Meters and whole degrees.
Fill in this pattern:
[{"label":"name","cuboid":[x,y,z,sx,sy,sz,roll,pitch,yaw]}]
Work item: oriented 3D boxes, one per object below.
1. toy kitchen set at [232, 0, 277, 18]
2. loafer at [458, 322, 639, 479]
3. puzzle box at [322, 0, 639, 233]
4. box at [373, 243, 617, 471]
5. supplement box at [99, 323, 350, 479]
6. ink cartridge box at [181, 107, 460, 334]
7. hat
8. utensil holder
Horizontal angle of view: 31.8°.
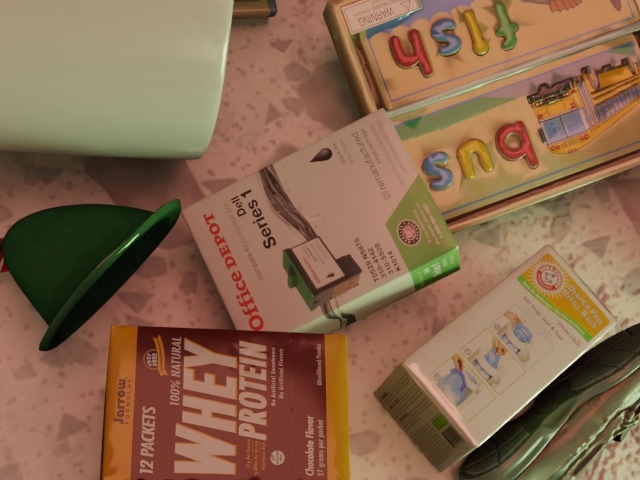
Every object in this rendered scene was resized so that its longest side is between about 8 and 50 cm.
[{"label":"toy kitchen set","cuboid":[-0.059,-0.356,1.198,0.122,0.166,0.207,-6,70,-15]},{"label":"loafer","cuboid":[0.255,0.182,1.108,0.267,0.096,0.084,-35,99,-16]},{"label":"puzzle box","cuboid":[0.236,-0.183,1.181,0.409,0.052,0.272,-21,89,-7]},{"label":"box","cuboid":[0.169,0.114,1.090,0.203,0.114,0.103,-36,79,-23]},{"label":"supplement box","cuboid":[-0.089,0.164,0.969,0.194,0.191,0.129,3,68,-11]},{"label":"ink cartridge box","cuboid":[0.000,0.000,1.072,0.219,0.092,0.160,-27,75,0]},{"label":"hat","cuboid":[-0.260,-0.017,1.010,0.183,0.173,0.208,42,71,1]},{"label":"utensil holder","cuboid":[-0.289,-0.233,1.017,0.385,0.327,0.327,4,68,-14]}]
